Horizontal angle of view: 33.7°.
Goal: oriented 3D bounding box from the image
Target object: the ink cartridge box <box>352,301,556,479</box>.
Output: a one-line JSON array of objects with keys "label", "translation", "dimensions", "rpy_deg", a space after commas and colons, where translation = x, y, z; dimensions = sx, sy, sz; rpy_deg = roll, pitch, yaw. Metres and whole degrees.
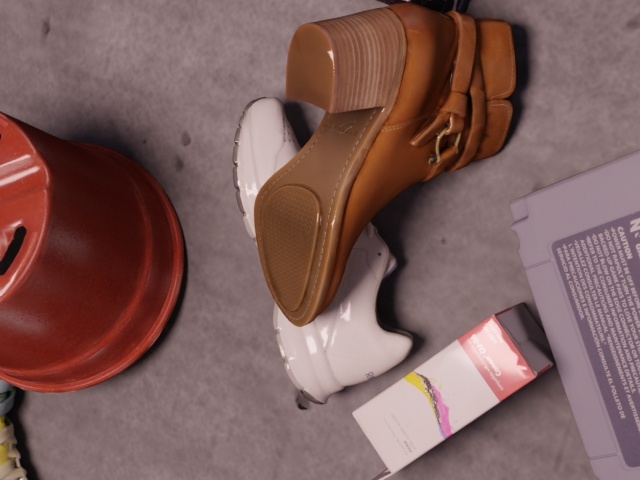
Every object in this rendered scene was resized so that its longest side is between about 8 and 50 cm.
[{"label": "ink cartridge box", "translation": [0.108, 0.140, 0.946], "dimensions": [0.198, 0.115, 0.067], "rpy_deg": [-38, 77, 19]}]

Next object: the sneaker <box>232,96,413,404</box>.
[{"label": "sneaker", "translation": [0.000, 0.000, 1.014], "dimensions": [0.129, 0.111, 0.297], "rpy_deg": [-18, 87, 7]}]

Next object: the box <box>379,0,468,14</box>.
[{"label": "box", "translation": [0.026, -0.316, 0.958], "dimensions": [0.247, 0.142, 0.163], "rpy_deg": [26, 102, 21]}]

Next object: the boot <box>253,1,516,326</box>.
[{"label": "boot", "translation": [0.060, -0.067, 0.926], "dimensions": [0.109, 0.220, 0.283], "rpy_deg": [29, 121, 45]}]

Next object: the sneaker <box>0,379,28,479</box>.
[{"label": "sneaker", "translation": [-0.365, 0.228, 1.155], "dimensions": [0.319, 0.127, 0.208], "rpy_deg": [37, 107, 18]}]

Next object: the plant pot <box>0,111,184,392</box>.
[{"label": "plant pot", "translation": [-0.297, 0.001, 1.003], "dimensions": [0.272, 0.265, 0.272], "rpy_deg": [-2, 79, 9]}]

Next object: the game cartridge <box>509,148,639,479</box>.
[{"label": "game cartridge", "translation": [0.280, 0.075, 0.867], "dimensions": [0.196, 0.060, 0.294], "rpy_deg": [-24, 82, 49]}]
